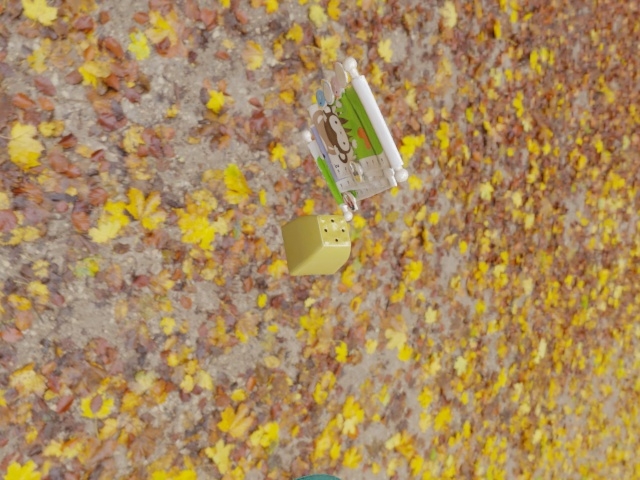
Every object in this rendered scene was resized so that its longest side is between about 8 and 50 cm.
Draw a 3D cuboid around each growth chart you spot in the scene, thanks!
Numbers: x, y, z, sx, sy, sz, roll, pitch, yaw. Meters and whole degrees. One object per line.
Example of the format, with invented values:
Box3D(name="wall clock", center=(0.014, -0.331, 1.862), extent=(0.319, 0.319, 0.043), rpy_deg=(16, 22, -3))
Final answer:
Box3D(name="growth chart", center=(0.034, -0.123, 0.679), extent=(0.021, 0.237, 0.172), rpy_deg=(-30, 90, -18))

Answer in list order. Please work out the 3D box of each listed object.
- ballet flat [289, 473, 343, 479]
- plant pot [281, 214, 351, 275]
Box3D(name="ballet flat", center=(-0.052, 0.259, 0.404), extent=(0.231, 0.077, 0.077), rpy_deg=(-1, 108, -59))
Box3D(name="plant pot", center=(0.000, 0.000, 0.773), extent=(0.081, 0.083, 0.081), rpy_deg=(0, 68, -31))
